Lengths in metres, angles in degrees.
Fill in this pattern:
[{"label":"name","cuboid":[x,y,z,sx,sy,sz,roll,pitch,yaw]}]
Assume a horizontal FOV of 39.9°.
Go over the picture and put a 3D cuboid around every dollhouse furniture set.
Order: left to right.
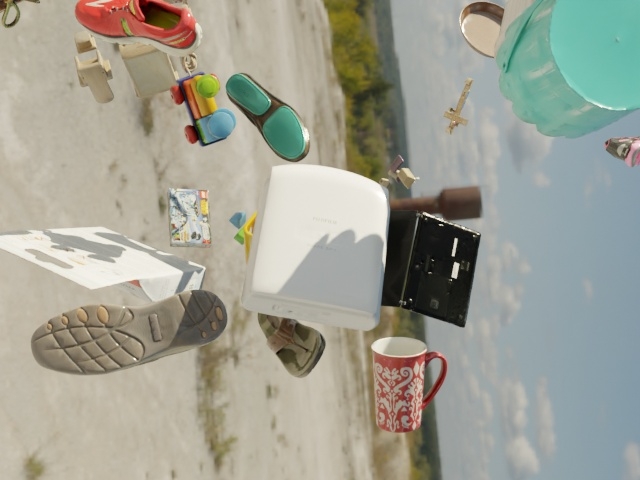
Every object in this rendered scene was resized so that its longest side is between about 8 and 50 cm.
[{"label":"dollhouse furniture set","cuboid":[-0.475,-0.548,2.196,0.174,0.303,0.356,83,-11,-66]},{"label":"dollhouse furniture set","cuboid":[0.216,-0.139,2.210,0.091,0.081,0.114,-54,-153,17]}]

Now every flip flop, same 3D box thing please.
[{"label":"flip flop","cuboid":[-0.080,0.201,1.907,0.080,0.112,0.277,29,10,-37]}]

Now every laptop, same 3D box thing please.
[{"label":"laptop","cuboid":[0.212,0.063,2.044,0.136,0.264,0.234,-25,-130,65]}]

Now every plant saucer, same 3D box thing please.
[{"label":"plant saucer","cuboid":[0.402,-0.493,2.089,0.029,0.168,0.168,120,-29,-58]}]

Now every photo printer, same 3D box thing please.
[{"label":"photo printer","cuboid":[0.000,0.000,1.654,0.107,0.256,0.308,109,-9,-62]}]

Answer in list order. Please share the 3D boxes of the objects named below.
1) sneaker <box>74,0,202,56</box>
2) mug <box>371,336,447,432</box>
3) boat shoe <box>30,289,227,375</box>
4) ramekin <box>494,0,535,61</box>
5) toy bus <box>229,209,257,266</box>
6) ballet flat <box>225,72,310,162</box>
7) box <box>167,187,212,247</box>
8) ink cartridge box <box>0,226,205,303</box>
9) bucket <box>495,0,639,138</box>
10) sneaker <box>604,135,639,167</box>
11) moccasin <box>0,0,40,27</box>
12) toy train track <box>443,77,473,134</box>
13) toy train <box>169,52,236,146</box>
[{"label":"sneaker","cuboid":[-0.376,-0.466,1.800,0.118,0.279,0.107,78,26,-70]},{"label":"mug","cuboid":[0.176,0.295,1.783,0.113,0.150,0.169,-42,134,-70]},{"label":"boat shoe","cuboid":[-0.350,0.184,1.638,0.130,0.355,0.132,114,-33,-70]},{"label":"ramekin","cuboid":[0.492,-0.429,1.781,0.273,0.272,0.127,65,28,-72]},{"label":"toy bus","cuboid":[-0.112,0.031,1.883,0.202,0.191,0.104,50,51,-16]},{"label":"ballet flat","cuboid":[-0.100,-0.268,1.941,0.280,0.095,0.096,51,8,24]},{"label":"box","cuboid":[-0.300,-0.051,2.018,0.027,0.093,0.137,132,-44,-60]},{"label":"ink cartridge box","cuboid":[-0.472,0.063,1.842,0.385,0.308,0.091,-10,117,-64]},{"label":"bucket","cuboid":[0.461,-0.321,1.509,0.183,0.281,0.281,159,-74,-78]},{"label":"sneaker","cuboid":[0.459,-0.140,1.327,0.119,0.057,0.047,-11,121,-63]},{"label":"moccasin","cuboid":[-0.469,-0.351,1.187,0.139,0.380,0.147,96,-21,-63]},{"label":"toy train track","cuboid":[0.197,-0.193,1.261,0.048,0.014,0.083,33,-73,46]},{"label":"toy train","cuboid":[-0.249,-0.320,1.817,0.143,0.105,0.248,12,-58,69]}]
